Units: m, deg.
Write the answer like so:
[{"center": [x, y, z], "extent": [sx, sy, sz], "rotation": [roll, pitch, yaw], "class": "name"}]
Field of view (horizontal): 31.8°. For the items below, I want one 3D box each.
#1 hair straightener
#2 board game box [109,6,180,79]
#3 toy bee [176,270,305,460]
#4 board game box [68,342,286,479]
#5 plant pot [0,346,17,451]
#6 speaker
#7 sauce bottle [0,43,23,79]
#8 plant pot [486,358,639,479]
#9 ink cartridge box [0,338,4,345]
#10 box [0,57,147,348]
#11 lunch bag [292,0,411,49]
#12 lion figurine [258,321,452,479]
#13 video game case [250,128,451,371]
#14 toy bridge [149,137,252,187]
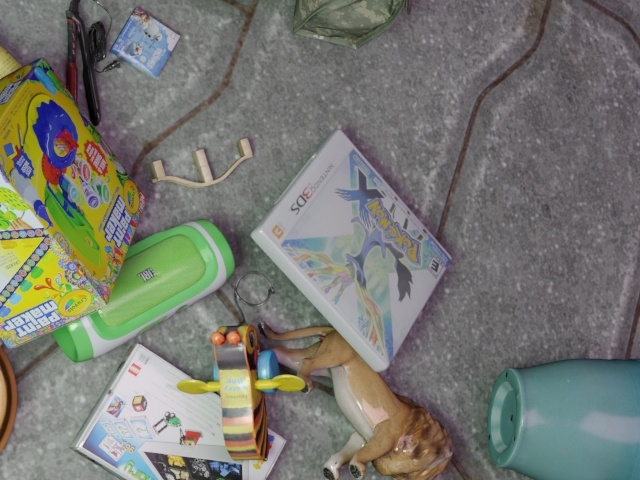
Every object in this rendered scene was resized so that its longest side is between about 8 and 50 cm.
[{"center": [-0.378, -0.300, 1.861], "extent": [0.089, 0.047, 0.230], "rotation": [0, 77, -26], "class": "hair straightener"}, {"center": [-0.298, -0.335, 1.913], "extent": [0.090, 0.020, 0.090], "rotation": [32, 69, -20], "class": "board game box"}, {"center": [-0.140, 0.198, 1.775], "extent": [0.195, 0.162, 0.298], "rotation": [-25, 75, 7], "class": "toy bee"}, {"center": [-0.226, 0.329, 1.821], "extent": [0.305, 0.053, 0.193], "rotation": [37, 67, -17], "class": "board game box"}, {"center": [-0.564, 0.229, 1.589], "extent": [0.291, 0.203, 0.290], "rotation": [4, 81, -25], "class": "plant pot"}, {"center": [-0.286, 0.076, 1.794], "extent": [0.297, 0.131, 0.131], "rotation": [-30, 95, -27], "class": "speaker"}, {"center": [-0.474, -0.208, 1.755], "extent": [0.344, 0.111, 0.111], "rotation": [44, 66, -12], "class": "sauce bottle"}, {"center": [0.450, 0.338, 2.051], "extent": [0.255, 0.271, 0.271], "rotation": [7, 78, -10], "class": "plant pot"}, {"center": [-0.543, 0.055, 1.572], "extent": [0.066, 0.296, 0.261], "rotation": [-34, 95, -2], "class": "ink cartridge box"}, {"center": [-0.421, -0.057, 1.606], "extent": [0.279, 0.177, 0.290], "rotation": [57, 20, -27], "class": "box"}, {"center": [0.081, -0.500, 1.977], "extent": [0.169, 0.287, 0.235], "rotation": [9, 77, -24], "class": "lunch bag"}, {"center": [0.066, 0.267, 1.930], "extent": [0.240, 0.142, 0.392], "rotation": [-29, 90, -40], "class": "lion figurine"}, {"center": [0.065, 0.012, 1.953], "extent": [0.329, 0.036, 0.300], "rotation": [48, 49, -15], "class": "video game case"}, {"center": [-0.202, -0.123, 1.923], "extent": [0.188, 0.026, 0.063], "rotation": [-18, 91, -27], "class": "toy bridge"}]
